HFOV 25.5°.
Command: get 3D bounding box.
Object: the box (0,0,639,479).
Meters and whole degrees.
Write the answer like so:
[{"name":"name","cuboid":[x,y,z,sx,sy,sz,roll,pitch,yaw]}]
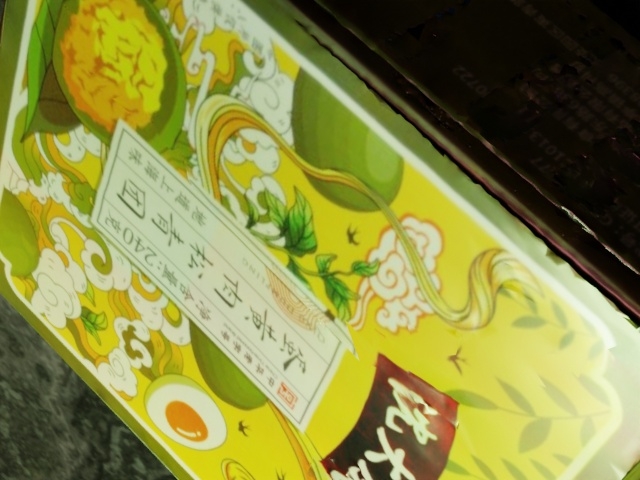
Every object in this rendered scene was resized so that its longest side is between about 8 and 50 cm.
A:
[{"name":"box","cuboid":[0.000,0.000,0.755,0.420,0.138,0.373,44,140,15]}]
